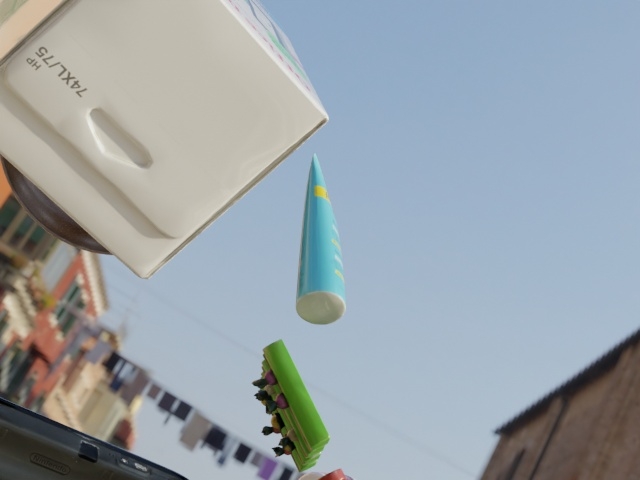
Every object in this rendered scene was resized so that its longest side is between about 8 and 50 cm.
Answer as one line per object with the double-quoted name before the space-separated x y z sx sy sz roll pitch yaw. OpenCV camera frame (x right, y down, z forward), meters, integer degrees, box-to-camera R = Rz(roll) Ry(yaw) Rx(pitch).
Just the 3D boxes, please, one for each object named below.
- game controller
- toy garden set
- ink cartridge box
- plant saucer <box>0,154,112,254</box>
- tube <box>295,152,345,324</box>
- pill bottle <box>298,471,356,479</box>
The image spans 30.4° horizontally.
"game controller" -0.265 0.232 1.033 0.319 0.166 0.067 28 21 -19
"toy garden set" -0.022 0.227 1.230 0.203 0.049 0.244 63 -11 14
"ink cartridge box" -0.146 -0.145 0.957 0.198 0.197 0.270 46 10 -26
"plant saucer" -0.250 -0.137 1.485 0.311 0.310 0.050 28 5 4
"tube" 0.000 0.000 1.299 0.052 0.207 0.080 -5 -46 5
"pill bottle" 0.022 0.452 2.067 0.086 0.086 0.152 17 -3 32
